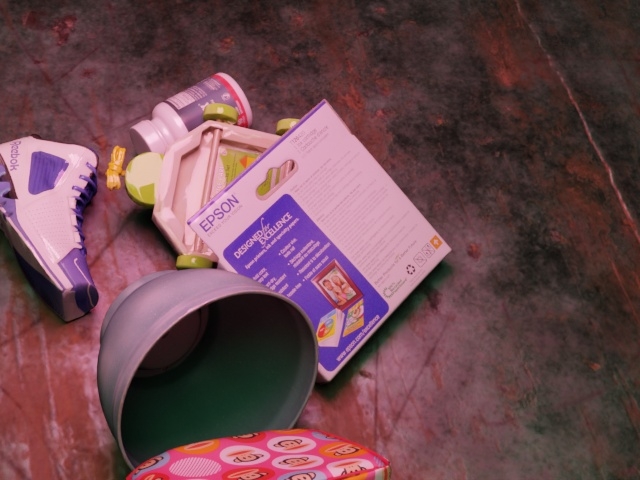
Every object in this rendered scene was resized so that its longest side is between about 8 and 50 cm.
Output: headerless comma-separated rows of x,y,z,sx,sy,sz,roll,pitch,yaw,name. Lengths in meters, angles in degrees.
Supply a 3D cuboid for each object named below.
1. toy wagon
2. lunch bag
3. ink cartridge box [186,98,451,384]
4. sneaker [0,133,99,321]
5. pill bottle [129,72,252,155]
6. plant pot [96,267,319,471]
-0.153,-0.074,1.512,0.344,0.068,0.267,11,73,-10,toy wagon
-0.060,0.313,1.181,0.293,0.258,0.120,-6,94,-35,lunch bag
0.000,0.000,1.471,0.307,0.072,0.303,48,65,-5,ink cartridge box
-0.392,-0.054,1.489,0.182,0.127,0.315,-28,69,-26,sneaker
-0.210,-0.187,1.603,0.180,0.108,0.108,-32,67,-22,pill bottle
-0.177,0.155,1.322,0.293,0.293,0.196,-31,40,-22,plant pot
